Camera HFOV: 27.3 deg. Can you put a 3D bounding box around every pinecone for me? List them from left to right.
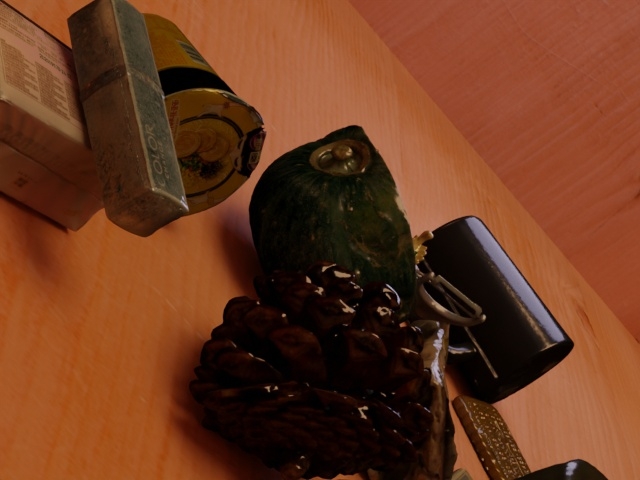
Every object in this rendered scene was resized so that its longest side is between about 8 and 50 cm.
[{"bbox_3d":[0.002,0.155,1.565,0.298,0.242,0.296,25,26,-15],"label":"pinecone"}]

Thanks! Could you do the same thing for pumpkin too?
[{"bbox_3d":[0.000,0.000,1.903,0.293,0.197,0.263,-117,-163,-48],"label":"pumpkin"}]

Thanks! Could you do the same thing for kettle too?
[{"bbox_3d":[0.273,0.136,2.426,0.308,0.262,0.203,58,-17,21],"label":"kettle"}]

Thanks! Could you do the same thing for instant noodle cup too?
[{"bbox_3d":[-0.211,-0.179,1.741,0.215,0.215,0.236,33,21,-47],"label":"instant noodle cup"}]

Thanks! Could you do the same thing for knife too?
[{"bbox_3d":[0.134,0.084,1.953,0.123,0.053,0.278,43,-13,-14],"label":"knife"}]

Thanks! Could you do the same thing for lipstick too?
[{"bbox_3d":[-0.214,-0.141,1.453,0.077,0.076,0.290,35,31,-52],"label":"lipstick"}]

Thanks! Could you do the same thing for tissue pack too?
[{"bbox_3d":[-0.331,-0.146,1.482,0.225,0.124,0.185,34,27,-48],"label":"tissue pack"}]

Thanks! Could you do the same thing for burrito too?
[{"bbox_3d":[0.131,0.228,1.911,0.332,0.135,0.190,-68,151,-73],"label":"burrito"}]

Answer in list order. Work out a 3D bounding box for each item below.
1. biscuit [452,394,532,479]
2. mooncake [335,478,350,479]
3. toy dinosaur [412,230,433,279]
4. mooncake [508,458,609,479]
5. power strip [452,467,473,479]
[{"bbox_3d":[0.323,0.386,2.283,0.172,0.029,0.254,25,34,-56],"label":"biscuit"},{"bbox_3d":[0.024,0.361,1.489,0.168,0.104,0.175,44,23,-36],"label":"mooncake"},{"bbox_3d":[0.078,0.040,2.181,0.194,0.152,0.177,6,33,-8],"label":"toy dinosaur"},{"bbox_3d":[0.358,0.502,1.880,0.356,0.194,0.356,47,27,-33],"label":"mooncake"},{"bbox_3d":[0.192,0.403,1.926,0.092,0.034,0.268,57,19,8],"label":"power strip"}]
